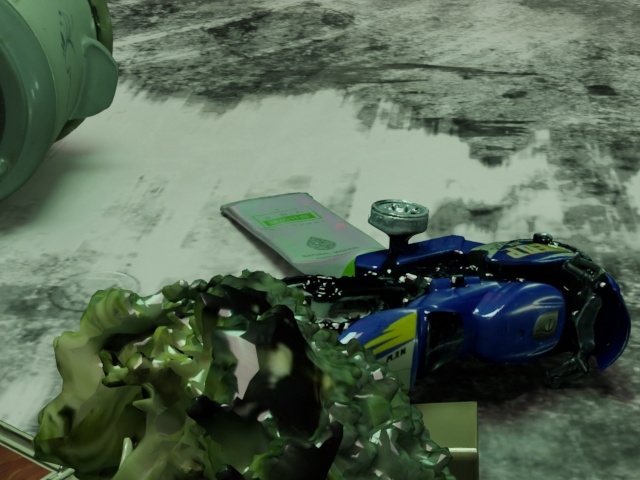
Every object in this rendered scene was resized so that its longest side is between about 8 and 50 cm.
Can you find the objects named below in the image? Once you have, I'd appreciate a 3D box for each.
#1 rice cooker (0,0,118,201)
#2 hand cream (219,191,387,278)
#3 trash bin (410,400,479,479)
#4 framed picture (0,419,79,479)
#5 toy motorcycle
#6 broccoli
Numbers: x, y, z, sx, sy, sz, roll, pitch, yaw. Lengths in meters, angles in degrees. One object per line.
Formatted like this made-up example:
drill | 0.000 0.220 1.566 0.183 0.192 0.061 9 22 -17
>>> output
rice cooker | -0.349 -0.176 1.170 0.316 0.264 0.317 11 28 -6
hand cream | 0.000 0.001 1.040 0.079 0.050 0.275 18 9 -29
trash bin | 0.051 0.129 0.746 0.092 0.043 0.061 1 24 6
framed picture | -0.308 0.143 0.760 0.273 0.016 0.216 17 30 34
toy motorcycle | 0.101 0.046 0.838 0.315 0.113 0.169 -11 25 -36
broccoli | -0.064 0.132 0.560 0.243 0.247 0.263 -38 75 -5
